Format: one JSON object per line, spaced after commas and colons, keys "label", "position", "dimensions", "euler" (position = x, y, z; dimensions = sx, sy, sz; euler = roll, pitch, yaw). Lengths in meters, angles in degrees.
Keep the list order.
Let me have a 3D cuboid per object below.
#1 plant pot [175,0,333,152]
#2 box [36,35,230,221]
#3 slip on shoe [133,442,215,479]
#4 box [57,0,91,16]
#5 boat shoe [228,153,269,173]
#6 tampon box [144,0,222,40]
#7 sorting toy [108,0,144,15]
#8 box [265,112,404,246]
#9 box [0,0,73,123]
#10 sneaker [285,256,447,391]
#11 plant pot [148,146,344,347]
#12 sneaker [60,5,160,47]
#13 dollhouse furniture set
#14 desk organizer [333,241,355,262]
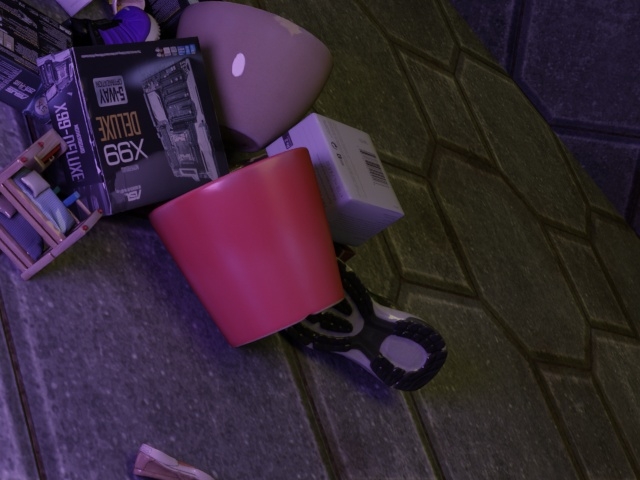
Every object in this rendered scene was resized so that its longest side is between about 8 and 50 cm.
{"label": "plant pot", "position": [-0.140, -0.267, 2.122], "dimensions": [0.284, 0.284, 0.191], "euler": [30, 71, -41]}
{"label": "box", "position": [-0.274, -0.175, 1.827], "dimensions": [0.307, 0.076, 0.242], "euler": [-20, 98, -58]}
{"label": "slip on shoe", "position": [-0.194, 0.311, 1.598], "dimensions": [0.135, 0.051, 0.041], "euler": [39, 70, -45]}
{"label": "box", "position": [-0.444, -0.545, 2.114], "dimensions": [0.232, 0.058, 0.322], "euler": [48, 27, -16]}
{"label": "boat shoe", "position": [-0.099, -0.100, 2.139], "dimensions": [0.117, 0.096, 0.324], "euler": [60, 27, 8]}
{"label": "tampon box", "position": [-0.260, -0.450, 2.257], "dimensions": [0.120, 0.101, 0.161], "euler": [15, 48, -51]}
{"label": "sorting toy", "position": [-0.349, -0.406, 2.134], "dimensions": [0.083, 0.045, 0.075], "euler": [30, 49, -61]}
{"label": "box", "position": [0.026, -0.102, 2.103], "dimensions": [0.182, 0.119, 0.181], "euler": [13, 48, -54]}
{"label": "box", "position": [-0.454, -0.280, 1.777], "dimensions": [0.180, 0.077, 0.147], "euler": [29, 38, -43]}
{"label": "sneaker", "position": [0.030, 0.120, 2.123], "dimensions": [0.410, 0.158, 0.182], "euler": [38, 1, -29]}
{"label": "plant pot", "position": [-0.098, 0.018, 1.866], "dimensions": [0.275, 0.275, 0.243], "euler": [-24, 91, -63]}
{"label": "sneaker", "position": [-0.354, -0.321, 1.959], "dimensions": [0.146, 0.102, 0.293], "euler": [40, 31, -28]}
{"label": "dollhouse furniture set", "position": [-0.363, -0.066, 1.634], "dimensions": [0.129, 0.129, 0.184], "euler": [50, 28, -13]}
{"label": "desk organizer", "position": [0.000, 0.000, 2.197], "dimensions": [0.130, 0.047, 0.050], "euler": [43, 15, 30]}
